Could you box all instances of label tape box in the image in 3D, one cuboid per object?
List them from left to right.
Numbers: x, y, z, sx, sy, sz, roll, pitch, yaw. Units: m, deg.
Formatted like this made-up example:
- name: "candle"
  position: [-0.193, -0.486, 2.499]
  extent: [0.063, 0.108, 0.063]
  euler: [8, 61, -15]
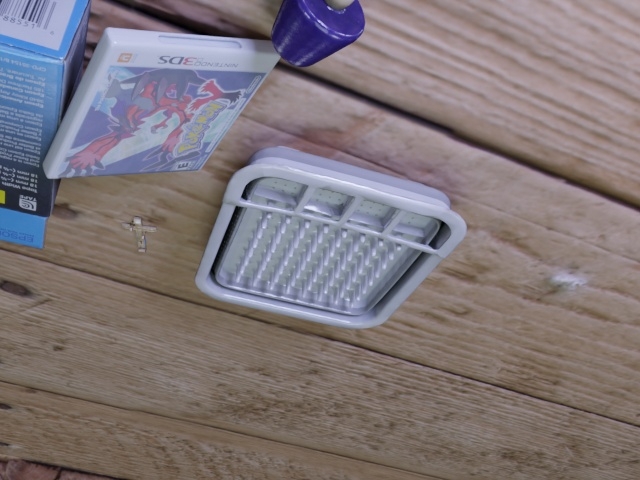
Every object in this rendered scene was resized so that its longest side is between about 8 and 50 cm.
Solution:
- name: "label tape box"
  position: [-0.386, -0.140, 0.771]
  extent: [0.240, 0.106, 0.334]
  euler: [14, 146, -15]

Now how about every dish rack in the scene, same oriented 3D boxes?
- name: "dish rack"
  position: [0.000, 0.000, 0.962]
  extent: [0.285, 0.072, 0.333]
  euler: [13, 145, -13]

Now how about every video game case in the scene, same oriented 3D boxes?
- name: "video game case"
  position: [-0.159, -0.129, 0.741]
  extent: [0.183, 0.023, 0.201]
  euler: [-8, 155, -41]

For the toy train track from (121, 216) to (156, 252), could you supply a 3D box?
- name: "toy train track"
  position: [-0.254, -0.004, 1.042]
  extent: [0.048, 0.014, 0.083]
  euler: [7, 147, -3]

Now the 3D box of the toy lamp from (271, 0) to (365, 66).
- name: "toy lamp"
  position: [0.051, -0.237, 0.594]
  extent: [0.080, 0.080, 0.274]
  euler: [24, 143, -26]
